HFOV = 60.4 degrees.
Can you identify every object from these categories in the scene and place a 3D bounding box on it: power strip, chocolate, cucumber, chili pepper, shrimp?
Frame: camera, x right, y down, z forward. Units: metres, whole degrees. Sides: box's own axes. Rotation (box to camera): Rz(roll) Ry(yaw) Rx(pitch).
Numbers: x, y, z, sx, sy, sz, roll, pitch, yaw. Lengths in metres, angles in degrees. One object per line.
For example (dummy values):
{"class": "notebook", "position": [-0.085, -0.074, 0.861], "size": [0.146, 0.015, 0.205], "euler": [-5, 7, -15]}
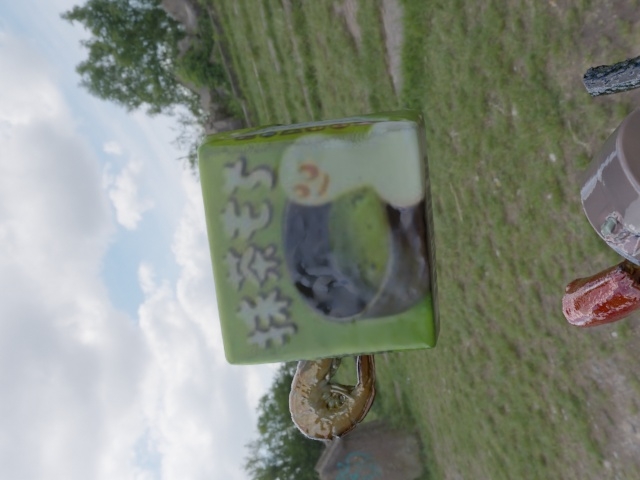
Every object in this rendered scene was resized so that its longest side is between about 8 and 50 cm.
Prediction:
{"class": "power strip", "position": [0.322, -0.047, 0.498], "size": [0.078, 0.154, 0.154], "euler": [100, 158, -59]}
{"class": "chocolate", "position": [0.000, 0.000, 0.678], "size": [0.137, 0.288, 0.301], "euler": [-59, -37, -82]}
{"class": "cucumber", "position": [0.707, -0.371, 1.176], "size": [0.072, 0.081, 0.303], "euler": [-64, 19, -7]}
{"class": "chili pepper", "position": [0.343, 0.062, 0.652], "size": [0.073, 0.070, 0.123], "euler": [-56, -2, -30]}
{"class": "shrimp", "position": [0.031, 0.203, 0.882], "size": [0.053, 0.132, 0.236], "euler": [48, -121, -69]}
